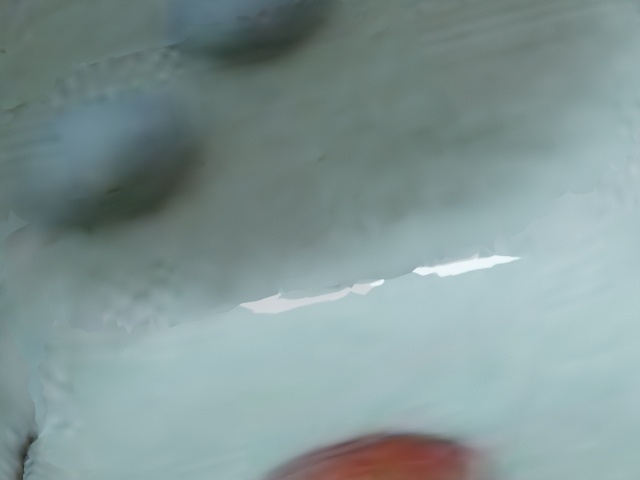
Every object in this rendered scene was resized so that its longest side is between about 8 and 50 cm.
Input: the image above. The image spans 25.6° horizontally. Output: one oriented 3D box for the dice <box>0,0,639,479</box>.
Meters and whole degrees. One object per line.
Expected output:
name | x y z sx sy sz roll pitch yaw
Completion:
dice | 0.000 0.000 0.588 0.268 0.262 0.264 -14 140 2
